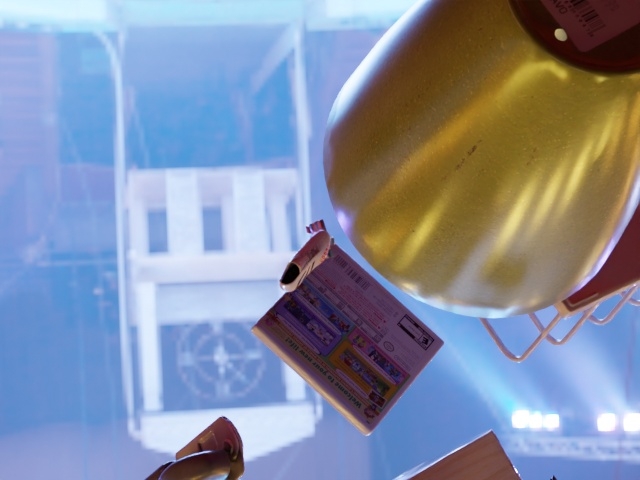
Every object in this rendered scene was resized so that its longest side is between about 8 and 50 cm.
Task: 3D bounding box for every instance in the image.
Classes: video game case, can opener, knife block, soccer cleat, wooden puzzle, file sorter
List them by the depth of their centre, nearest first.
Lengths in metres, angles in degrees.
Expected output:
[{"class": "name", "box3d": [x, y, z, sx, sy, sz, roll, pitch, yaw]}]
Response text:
[{"class": "soccer cleat", "box3d": [-0.018, 0.023, 1.525, 0.029, 0.083, 0.035, 39, 178, 15]}, {"class": "can opener", "box3d": [-0.178, 0.287, 1.535, 0.093, 0.074, 0.280, 2, 146, -40]}, {"class": "file sorter", "box3d": [0.304, -0.004, 1.570, 0.278, 0.193, 0.173, -22, 157, -28]}, {"class": "knife block", "box3d": [0.092, 0.357, 1.696, 0.242, 0.088, 0.276, -26, 173, -42]}, {"class": "wooden puzzle", "box3d": [0.000, 0.000, 1.720, 0.006, 0.049, 0.083, -18, 179, -21]}, {"class": "video game case", "box3d": [0.040, 0.132, 1.850, 0.193, 0.212, 0.023, -46, 177, -36]}]

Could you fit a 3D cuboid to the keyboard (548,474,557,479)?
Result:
[{"class": "keyboard", "box3d": [0.342, 0.423, 2.046, 0.023, 0.108, 0.180, 37, -156, -7]}]

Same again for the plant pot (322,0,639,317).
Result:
[{"class": "plant pot", "box3d": [0.163, -0.115, 1.051, 0.275, 0.274, 0.293, -2, 159, -12]}]
